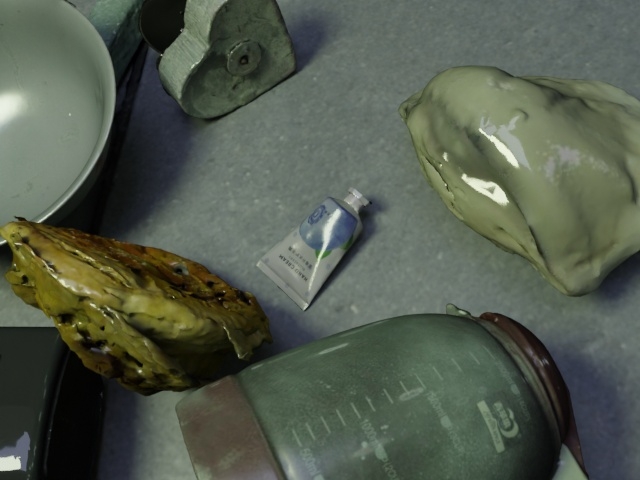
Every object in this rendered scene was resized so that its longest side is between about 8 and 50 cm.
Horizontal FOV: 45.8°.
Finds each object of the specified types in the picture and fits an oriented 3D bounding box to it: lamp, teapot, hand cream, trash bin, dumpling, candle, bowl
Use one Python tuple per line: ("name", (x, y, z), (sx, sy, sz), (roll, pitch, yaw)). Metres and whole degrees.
("lamp", (-0.124, -0.406, 1.090), (0.108, 0.130, 0.371), (21, 55, 10))
("teapot", (0.082, 0.210, 0.623), (0.312, 0.233, 0.315), (-24, 68, -9))
("hand cream", (0.000, 0.000, 0.853), (0.142, 0.053, 0.084), (-47, 63, -4))
("trash bin", (-0.378, 0.188, 0.745), (0.290, 0.182, 0.210), (-3, 50, 3))
("dumpling", (0.224, -0.108, 0.782), (0.242, 0.187, 0.318), (-30, 57, -2))
("candle", (-0.107, -0.242, 0.956), (0.168, 0.192, 0.068), (-5, 48, -45))
("bowl", (-0.381, -0.120, 0.916), (0.345, 0.157, 0.346), (-3, 71, 9))

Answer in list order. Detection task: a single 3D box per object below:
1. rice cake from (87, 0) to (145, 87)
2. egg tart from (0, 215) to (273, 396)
("rice cake", (-0.302, -0.255, 1.041), (0.069, 0.063, 0.207), (12, 64, 19))
("egg tart", (-0.180, 0.070, 0.718), (0.297, 0.297, 0.132), (26, 88, 23))
